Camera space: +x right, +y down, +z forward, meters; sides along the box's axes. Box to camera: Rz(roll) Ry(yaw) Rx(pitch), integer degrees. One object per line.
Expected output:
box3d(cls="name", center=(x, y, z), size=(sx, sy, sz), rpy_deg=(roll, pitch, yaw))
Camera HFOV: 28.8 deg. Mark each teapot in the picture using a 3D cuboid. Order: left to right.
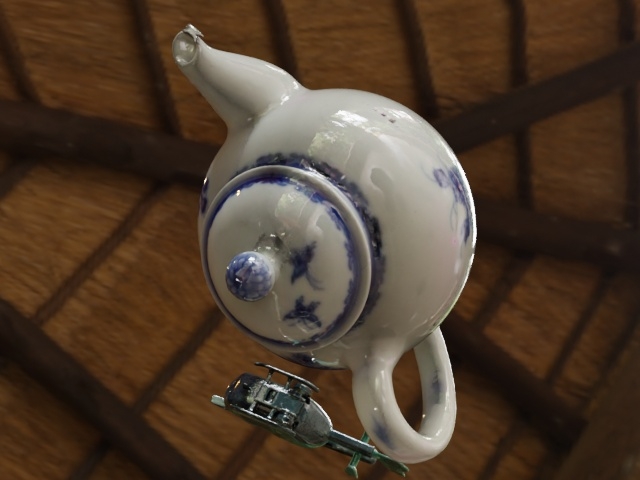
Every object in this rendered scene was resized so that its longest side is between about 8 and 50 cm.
box3d(cls="teapot", center=(0.000, 0.000, 1.085), size=(0.424, 0.252, 0.280), rpy_deg=(62, -149, -1))

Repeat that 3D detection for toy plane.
box3d(cls="toy plane", center=(-0.016, 0.195, 1.307), size=(0.060, 0.235, 0.096), rpy_deg=(-60, -20, -28))
